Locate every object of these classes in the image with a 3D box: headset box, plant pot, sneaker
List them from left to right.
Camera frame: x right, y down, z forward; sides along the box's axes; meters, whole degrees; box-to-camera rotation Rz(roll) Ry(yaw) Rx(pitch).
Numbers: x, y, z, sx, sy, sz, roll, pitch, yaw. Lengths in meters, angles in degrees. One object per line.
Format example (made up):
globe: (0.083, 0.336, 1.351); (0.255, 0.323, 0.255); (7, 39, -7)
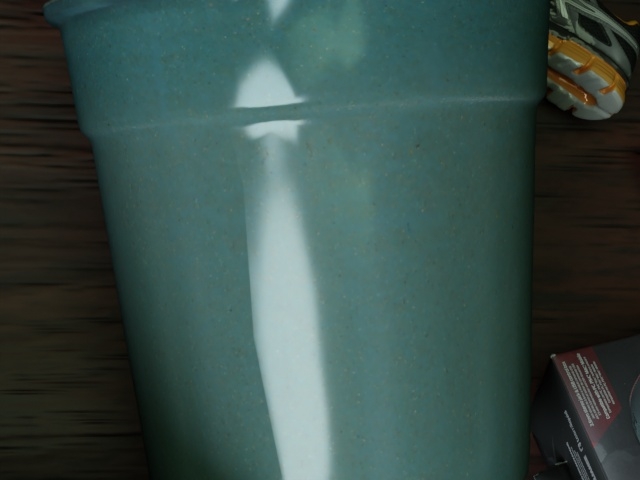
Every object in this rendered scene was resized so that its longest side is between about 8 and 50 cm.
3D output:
plant pot: (0.000, 0.000, 0.976); (0.341, 0.341, 0.334); (-4, 93, -11)
sneaker: (0.157, -0.184, 1.143); (0.215, 0.084, 0.083); (38, 65, -9)
headset box: (0.302, 0.171, 1.067); (0.293, 0.110, 0.218); (-12, 56, -12)
